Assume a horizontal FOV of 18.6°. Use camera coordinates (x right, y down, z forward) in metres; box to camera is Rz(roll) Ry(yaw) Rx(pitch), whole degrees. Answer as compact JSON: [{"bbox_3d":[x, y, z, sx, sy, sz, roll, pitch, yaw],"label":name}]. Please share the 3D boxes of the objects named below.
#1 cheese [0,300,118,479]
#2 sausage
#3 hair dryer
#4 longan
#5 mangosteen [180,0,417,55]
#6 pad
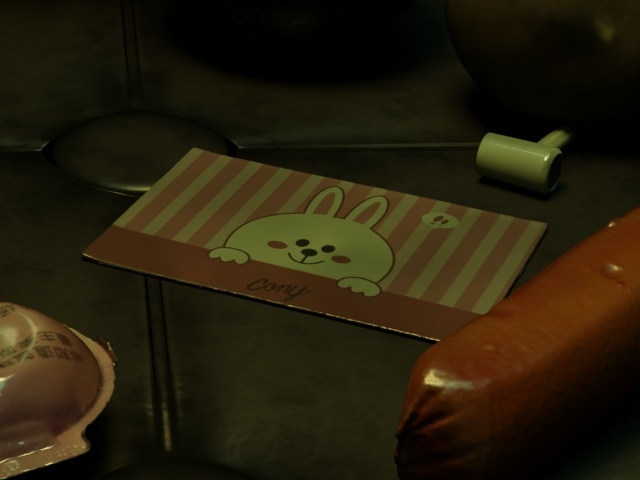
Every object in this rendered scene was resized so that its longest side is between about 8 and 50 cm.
[{"bbox_3d":[-0.237,0.075,1.226,0.189,0.074,0.286,-16,30,-31],"label":"cheese"},{"bbox_3d":[0.164,0.066,1.255,0.094,0.097,0.348,14,31,34],"label":"sausage"},{"bbox_3d":[0.177,-0.076,1.581,0.063,0.037,0.124,16,26,23],"label":"hair dryer"},{"bbox_3d":[0.210,-0.186,1.626,0.212,0.198,0.198,6,29,9],"label":"longan"},{"bbox_3d":[-0.015,-0.298,1.734,0.288,0.288,0.288,2,29,-1],"label":"mangosteen"},{"bbox_3d":[0.000,-0.001,1.453,0.300,0.005,0.202,13,31,18],"label":"pad"}]
